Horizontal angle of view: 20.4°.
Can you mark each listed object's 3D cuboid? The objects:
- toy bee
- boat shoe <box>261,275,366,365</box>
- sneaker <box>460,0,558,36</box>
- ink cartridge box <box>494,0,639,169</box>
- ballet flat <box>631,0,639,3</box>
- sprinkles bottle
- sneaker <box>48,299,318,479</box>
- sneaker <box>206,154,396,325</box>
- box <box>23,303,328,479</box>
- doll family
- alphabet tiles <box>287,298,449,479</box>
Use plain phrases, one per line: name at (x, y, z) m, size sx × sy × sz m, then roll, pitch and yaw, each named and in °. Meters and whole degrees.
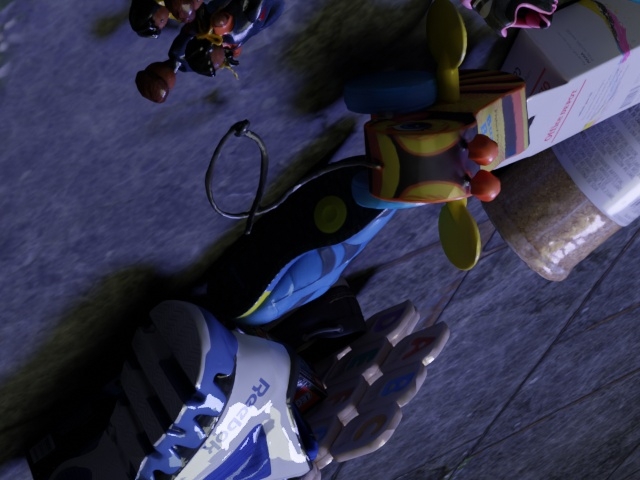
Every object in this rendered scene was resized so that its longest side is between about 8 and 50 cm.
toy bee at (0.085, -0.058, 1.310) m, size 0.298 × 0.162 × 0.195 m, roll -47°, pitch 130°, yaw -35°
boat shoe at (-0.042, 0.119, 1.689) m, size 0.206 × 0.065 × 0.075 m, roll -41°, pitch 159°, yaw 16°
sneaker at (0.163, -0.183, 1.349) m, size 0.119 × 0.057 × 0.047 m, roll -22°, pitch 154°, yaw -34°
ink cartridge box at (0.215, -0.145, 1.500) m, size 0.198 × 0.067 × 0.115 m, roll -26°, pitch 158°, yaw -26°
ballet flat at (0.221, -0.241, 1.310) m, size 0.077 × 0.077 × 0.231 m, roll -59°, pitch 159°, yaw 4°
sprinkles bottle at (0.313, -0.113, 1.640) m, size 0.355 × 0.121 × 0.121 m, roll -41°, pitch 159°, yaw 19°
sneaker at (-0.104, 0.195, 1.523) m, size 0.182 × 0.127 × 0.315 m, roll 11°, pitch 124°, yaw -35°
sneaker at (0.000, 0.000, 1.475) m, size 0.209 × 0.069 × 0.082 m, roll -39°, pitch 152°, yaw 26°
box at (-0.129, 0.165, 1.611) m, size 0.233 × 0.044 × 0.159 m, roll -38°, pitch 138°, yaw 10°
doll family at (-0.068, -0.141, 1.054) m, size 0.111 × 0.076 × 0.193 m, roll -51°, pitch 157°, yaw -12°
alphabet tiles at (-0.010, 0.164, 1.669) m, size 0.278 × 0.021 × 0.284 m, roll -24°, pitch -158°, yaw 42°
